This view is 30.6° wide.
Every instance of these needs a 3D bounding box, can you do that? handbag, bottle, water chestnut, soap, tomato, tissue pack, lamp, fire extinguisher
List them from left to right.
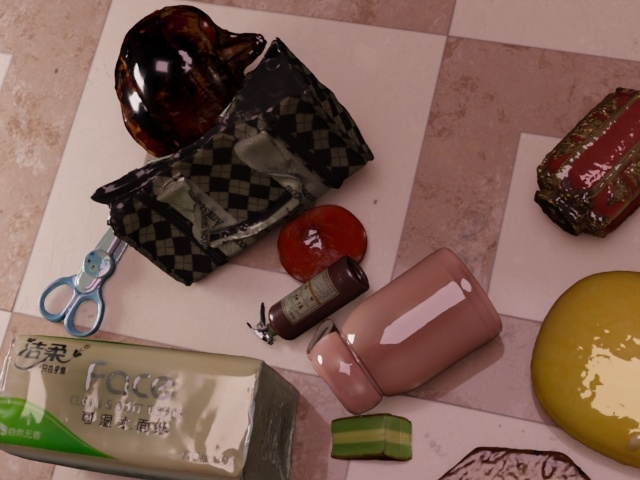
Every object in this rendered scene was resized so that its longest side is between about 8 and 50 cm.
[{"bbox_3d":[-0.261,0.276,1.851,0.405,0.332,0.205,7,75,12],"label":"tissue pack"},{"bbox_3d":[-0.236,-0.284,2.082,0.244,0.289,0.289,0,69,-23],"label":"water chestnut"},{"bbox_3d":[-0.149,-0.115,1.934,0.416,0.317,0.180,-36,65,10],"label":"handbag"},{"bbox_3d":[-0.030,0.105,1.986,0.231,0.071,0.099,-34,45,19],"label":"fire extinguisher"},{"bbox_3d":[0.000,0.000,2.023,0.159,0.091,0.139,-18,72,1],"label":"tomato"},{"bbox_3d":[0.127,0.150,1.920,0.297,0.173,0.206,-35,38,0],"label":"bottle"},{"bbox_3d":[0.484,-0.130,1.942,0.274,0.177,0.177,-43,70,-8],"label":"lamp"},{"bbox_3d":[0.548,0.218,1.841,0.427,0.115,0.306,23,81,17],"label":"soap"}]

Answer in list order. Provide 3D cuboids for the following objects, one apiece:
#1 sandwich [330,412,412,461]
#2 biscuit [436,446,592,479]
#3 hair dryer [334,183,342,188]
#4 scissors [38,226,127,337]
[{"bbox_3d":[0.084,0.331,1.944,0.116,0.074,0.074,-13,67,40],"label":"sandwich"},{"bbox_3d":[0.309,0.495,1.829,0.359,0.046,0.359,-3,72,10],"label":"biscuit"},{"bbox_3d":[-0.027,-0.172,2.109,0.198,0.057,0.100,23,76,22],"label":"hair dryer"},{"bbox_3d":[-0.401,0.048,2.111,0.125,0.030,0.256,30,81,16],"label":"scissors"}]
